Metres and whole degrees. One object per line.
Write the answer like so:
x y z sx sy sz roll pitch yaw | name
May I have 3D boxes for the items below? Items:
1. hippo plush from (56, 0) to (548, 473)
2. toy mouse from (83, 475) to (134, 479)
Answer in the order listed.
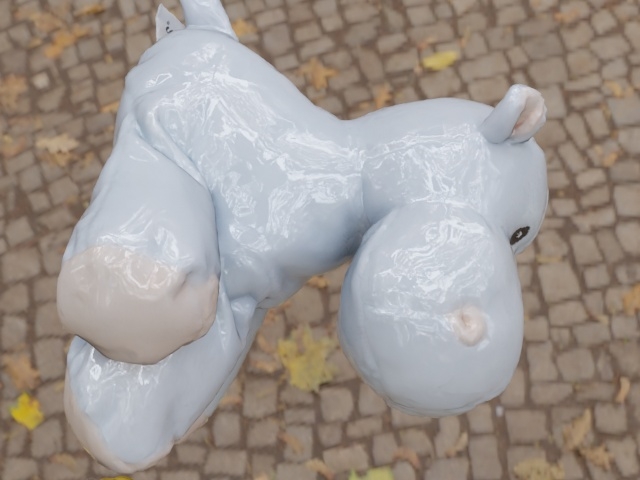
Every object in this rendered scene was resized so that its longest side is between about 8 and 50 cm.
0.000 0.000 0.697 0.236 0.234 0.294 8 58 -1 | hippo plush
-0.106 0.203 0.685 0.161 0.031 0.143 -1 94 -8 | toy mouse
